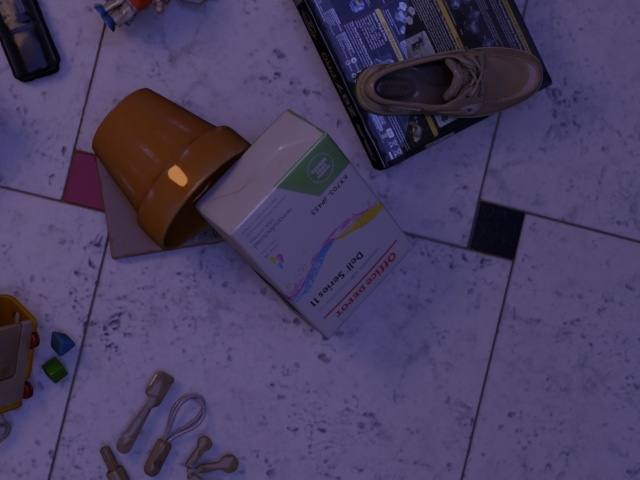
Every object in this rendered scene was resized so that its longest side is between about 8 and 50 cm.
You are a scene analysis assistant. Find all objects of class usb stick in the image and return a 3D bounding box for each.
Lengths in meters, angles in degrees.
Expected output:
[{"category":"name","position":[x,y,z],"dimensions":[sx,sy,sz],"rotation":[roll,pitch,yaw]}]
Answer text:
[{"category":"usb stick","position":[-0.480,-0.379,1.858],"dimensions":[0.077,0.045,0.278],"rotation":[-21,95,-2]}]

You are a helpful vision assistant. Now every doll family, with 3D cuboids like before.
[{"category":"doll family","position":[-0.301,-0.433,1.866],"dimensions":[0.163,0.118,0.263],"rotation":[-38,75,0]}]

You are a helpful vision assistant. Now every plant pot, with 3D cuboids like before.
[{"category":"plant pot","position":[-0.233,-0.122,1.823],"dimensions":[0.188,0.205,0.205],"rotation":[42,83,9]}]

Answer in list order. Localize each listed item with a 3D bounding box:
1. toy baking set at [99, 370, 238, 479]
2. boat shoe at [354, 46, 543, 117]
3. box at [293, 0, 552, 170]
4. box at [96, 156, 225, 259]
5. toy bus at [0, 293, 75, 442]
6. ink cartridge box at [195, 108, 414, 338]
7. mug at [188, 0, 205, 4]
[{"category":"toy baking set","position":[-0.246,0.347,1.925],"dimensions":[0.196,0.030,0.256],"rotation":[-30,96,-12]},{"category":"boat shoe","position":[0.208,-0.243,1.867],"dimensions":[0.302,0.098,0.109],"rotation":[-5,95,-11]},{"category":"box","position":[0.147,-0.356,1.949],"dimensions":[0.318,0.097,0.395],"rotation":[-28,96,-7]},{"category":"box","position":[-0.243,-0.066,1.918],"dimensions":[0.201,0.021,0.164],"rotation":[-9,92,-9]},{"category":"toy bus","position":[-0.497,0.180,1.833],"dimensions":[0.202,0.191,0.104],"rotation":[-47,55,-7]},{"category":"ink cartridge box","position":[0.000,0.000,1.833],"dimensions":[0.207,0.119,0.353],"rotation":[-47,131,-7]},{"category":"mug","position":[-0.190,-0.404,1.905],"dimensions":[0.078,0.062,0.064],"rotation":[11,97,-4]}]
